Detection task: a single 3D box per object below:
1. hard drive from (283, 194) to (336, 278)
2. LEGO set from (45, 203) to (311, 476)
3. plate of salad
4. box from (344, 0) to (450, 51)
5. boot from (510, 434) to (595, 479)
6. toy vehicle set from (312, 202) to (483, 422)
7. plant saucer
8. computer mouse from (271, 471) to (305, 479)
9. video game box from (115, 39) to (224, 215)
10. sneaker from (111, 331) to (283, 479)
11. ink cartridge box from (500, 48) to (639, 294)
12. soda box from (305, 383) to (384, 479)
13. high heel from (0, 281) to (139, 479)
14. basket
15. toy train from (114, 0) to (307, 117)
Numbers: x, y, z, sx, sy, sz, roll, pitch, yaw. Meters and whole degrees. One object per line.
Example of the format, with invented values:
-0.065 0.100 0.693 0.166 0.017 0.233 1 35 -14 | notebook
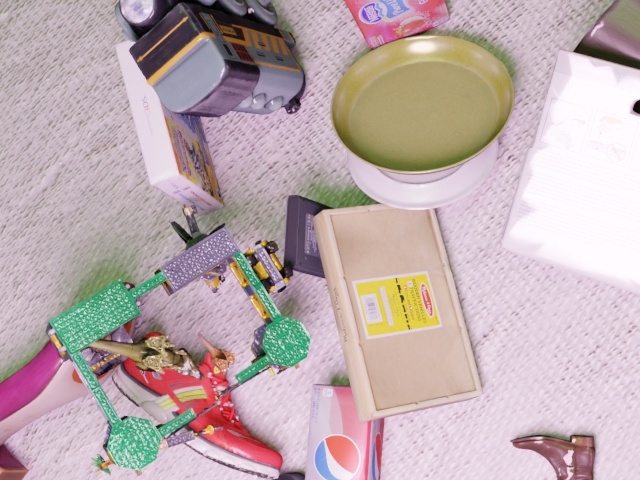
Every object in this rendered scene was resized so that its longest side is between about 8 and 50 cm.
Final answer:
0.000 0.000 1.380 0.022 0.135 0.094 -5 77 33 | hard drive
-0.190 0.130 1.332 0.331 0.192 0.255 -40 94 -18 | LEGO set
0.135 -0.115 1.399 0.200 0.048 0.200 -6 55 9 | plate of salad
0.075 -0.360 1.364 0.123 0.257 0.128 -24 74 8 | box
0.287 0.297 1.297 0.106 0.037 0.114 -2 83 17 | boot
0.097 0.083 1.336 0.166 0.035 0.267 -5 74 -28 | toy vehicle set
0.134 -0.172 1.386 0.241 0.037 0.241 -6 54 9 | plant saucer
-0.097 0.394 1.384 0.242 0.041 0.071 -44 50 11 | computer mouse
-0.203 -0.152 1.438 0.048 0.187 0.205 -20 75 11 | video game box
-0.154 0.211 1.395 0.279 0.107 0.118 32 81 23 | sneaker
0.395 -0.068 1.270 0.296 0.066 0.261 20 109 18 | ink cartridge box
0.028 0.316 1.332 0.083 0.092 0.263 2 80 13 | soda box
-0.415 0.178 1.471 0.181 0.127 0.377 37 86 26 | high heel
0.454 -0.209 1.291 0.204 0.154 0.227 -43 75 -1 | basket
-0.130 -0.248 1.369 0.142 0.334 0.190 -34 79 21 | toy train
